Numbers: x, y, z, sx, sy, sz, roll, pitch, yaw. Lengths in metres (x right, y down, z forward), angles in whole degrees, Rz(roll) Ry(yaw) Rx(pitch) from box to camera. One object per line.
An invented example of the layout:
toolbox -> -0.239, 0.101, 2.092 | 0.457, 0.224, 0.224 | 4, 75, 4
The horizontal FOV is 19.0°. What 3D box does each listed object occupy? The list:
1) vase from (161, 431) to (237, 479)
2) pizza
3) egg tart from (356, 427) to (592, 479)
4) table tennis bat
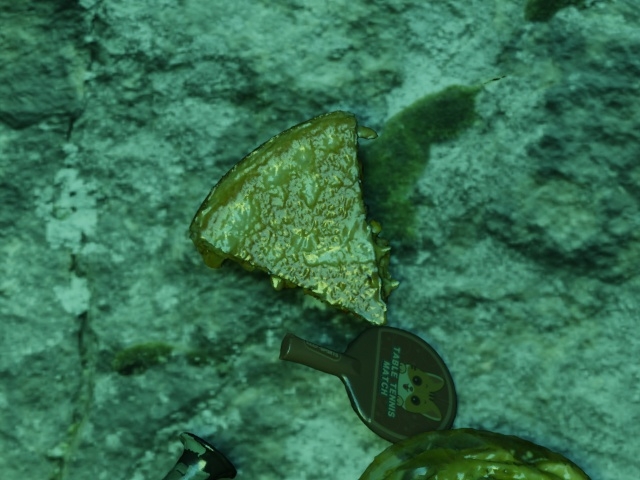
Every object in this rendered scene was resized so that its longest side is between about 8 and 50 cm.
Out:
vase -> -0.141, 0.233, 1.550 | 0.059, 0.059, 0.167 | 35, 69, 16
pizza -> 0.000, 0.000, 1.663 | 0.188, 0.062, 0.199 | -34, 74, -1
egg tart -> 0.125, 0.283, 1.490 | 0.297, 0.132, 0.297 | 1, 69, -2
table tennis bat -> 0.016, 0.134, 1.621 | 0.170, 0.119, 0.107 | 22, 53, -24
